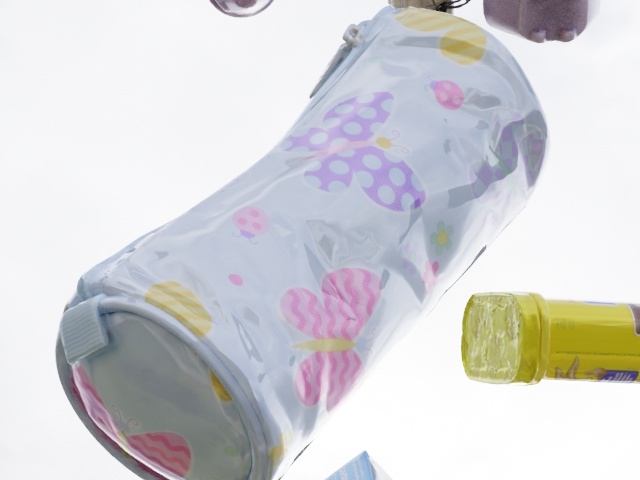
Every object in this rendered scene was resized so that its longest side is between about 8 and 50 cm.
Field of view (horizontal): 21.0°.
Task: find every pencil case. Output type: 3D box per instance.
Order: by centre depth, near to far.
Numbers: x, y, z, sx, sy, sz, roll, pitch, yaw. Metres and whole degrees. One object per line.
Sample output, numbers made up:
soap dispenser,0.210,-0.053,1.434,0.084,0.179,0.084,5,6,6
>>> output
pencil case,0.000,0.000,0.793,0.113,0.273,0.124,-5,-59,43

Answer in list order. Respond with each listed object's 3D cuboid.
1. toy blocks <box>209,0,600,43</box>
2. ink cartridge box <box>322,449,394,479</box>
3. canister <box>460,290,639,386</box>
toy blocks,0.052,-0.235,1.060,0.289,0.260,0.308,-6,-65,-5
ink cartridge box,-0.005,0.246,1.220,0.181,0.061,0.104,-37,-69,9
canister,0.212,0.080,1.365,0.170,0.073,0.126,4,-3,-17
